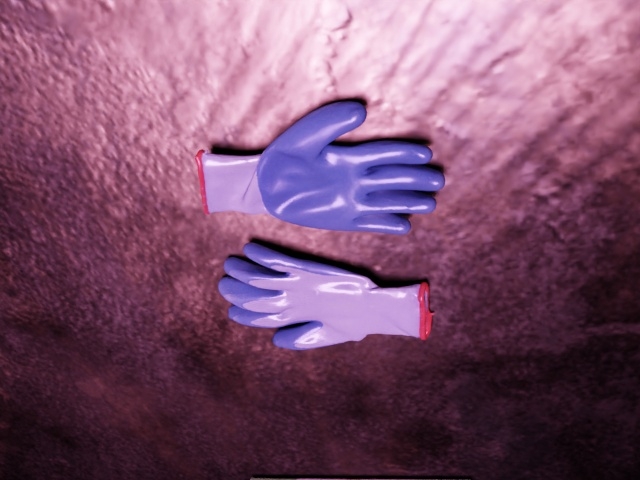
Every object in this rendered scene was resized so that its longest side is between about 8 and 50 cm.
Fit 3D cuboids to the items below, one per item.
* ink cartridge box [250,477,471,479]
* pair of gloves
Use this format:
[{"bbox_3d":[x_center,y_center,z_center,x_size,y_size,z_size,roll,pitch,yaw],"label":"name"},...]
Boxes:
[{"bbox_3d":[0.044,0.299,0.592,0.212,0.093,0.154,-6,122,14],"label":"ink cartridge box"},{"bbox_3d":[0.000,0.000,0.435,0.159,0.023,0.198,2,126,9],"label":"pair of gloves"}]
